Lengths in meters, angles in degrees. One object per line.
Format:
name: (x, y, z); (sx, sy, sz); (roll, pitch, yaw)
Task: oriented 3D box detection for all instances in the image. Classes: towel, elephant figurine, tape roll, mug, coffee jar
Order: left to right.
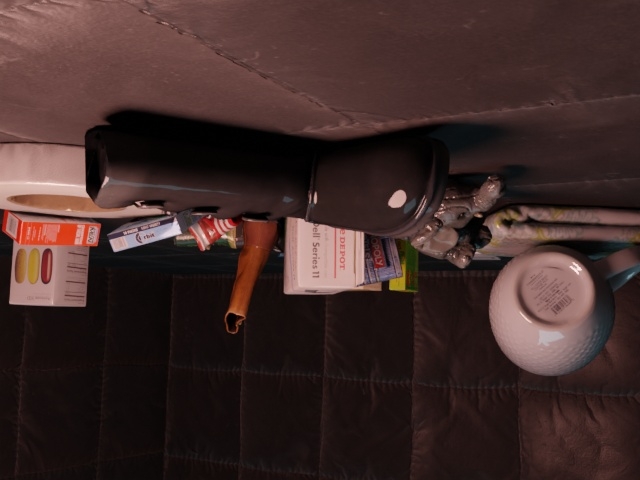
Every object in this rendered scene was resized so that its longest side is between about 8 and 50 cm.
tape roll: (-0.458, -0.100, 1.427); (0.391, 0.072, 0.392); (1, 174, 0)
coffee jar: (-0.257, -0.030, 1.889); (0.184, 0.096, 0.079); (2, 176, 0)
elephant figurine: (0.225, -0.056, 1.429); (0.169, 0.186, 0.239); (45, 180, 23)
towel: (0.547, -0.021, 1.832); (0.374, 0.090, 0.320); (2, 171, -3)
mug: (0.555, 0.123, 1.749); (0.374, 0.276, 0.328); (-30, 159, 5)

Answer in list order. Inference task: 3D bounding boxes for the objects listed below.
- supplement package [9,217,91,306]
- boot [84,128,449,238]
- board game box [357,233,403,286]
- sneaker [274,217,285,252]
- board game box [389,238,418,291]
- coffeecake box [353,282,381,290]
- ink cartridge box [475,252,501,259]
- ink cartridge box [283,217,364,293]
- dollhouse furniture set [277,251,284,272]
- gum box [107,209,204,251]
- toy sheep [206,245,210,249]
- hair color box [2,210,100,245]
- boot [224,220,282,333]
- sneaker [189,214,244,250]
supplement package: (-0.677, 0.043, 1.977); (0.139, 0.244, 0.134); (-1, 173, 19)
boot: (-0.094, -0.098, 1.124); (0.445, 0.146, 0.367); (9, 169, -24)
board game box: (0.124, -0.001, 1.826); (0.194, 0.194, 0.060); (-14, 173, 7)
sneaker: (-0.125, -0.020, 1.942); (0.124, 0.107, 0.283); (10, 171, -18)
board game box: (0.210, 0.035, 1.964); (0.043, 0.181, 0.092); (-2, 173, 27)
coffeecake box: (0.080, 0.030, 1.937); (0.068, 0.186, 0.142); (7, 172, -41)
ink cartridge box: (0.405, 0.006, 2.113); (0.139, 0.082, 0.190); (-1, 175, 20)
ink cartridge box: (0.000, 0.000, 1.585); (0.119, 0.207, 0.353); (1, 173, -9)
dollhouse furniture set: (-0.047, 0.034, 2.257); (0.128, 0.129, 0.183); (3, 172, -13)
gum box: (-0.322, -0.039, 1.608); (0.156, 0.041, 0.184); (-14, -166, 17)
toy sheep: (-0.297, -0.026, 1.970); (0.132, 0.091, 0.091); (12, 174, 0)
hair color box: (-0.548, -0.027, 1.606); (0.167, 0.053, 0.093); (0, -162, -43)
boot: (-0.147, 0.070, 1.726); (0.096, 0.281, 0.264); (15, 161, -10)
sneaker: (-0.231, -0.051, 1.748); (0.128, 0.087, 0.221); (-27, -154, -6)
